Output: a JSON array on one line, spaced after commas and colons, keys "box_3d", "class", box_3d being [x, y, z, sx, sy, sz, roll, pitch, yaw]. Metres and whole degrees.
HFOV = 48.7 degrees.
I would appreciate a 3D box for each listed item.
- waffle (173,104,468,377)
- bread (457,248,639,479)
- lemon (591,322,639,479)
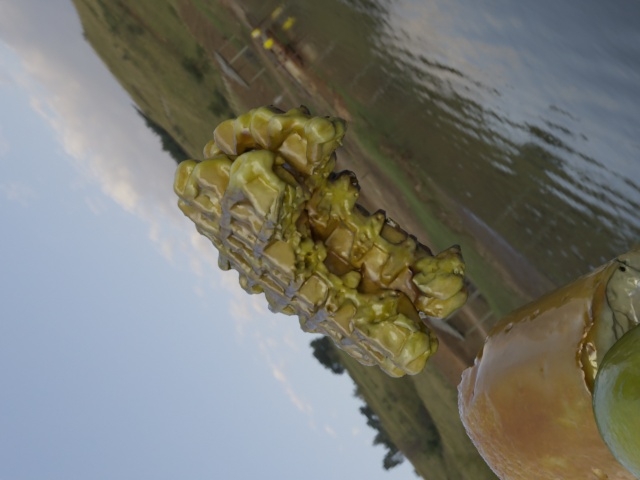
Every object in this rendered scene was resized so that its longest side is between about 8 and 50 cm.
[{"box_3d": [0.000, 0.000, 0.776, 0.324, 0.151, 0.261, 48, 158, -21], "class": "waffle"}, {"box_3d": [0.386, 0.250, 0.993, 0.361, 0.250, 0.394, 50, 142, 2], "class": "bread"}, {"box_3d": [0.366, 0.161, 0.708, 0.184, 0.184, 0.248, 51, -168, 32], "class": "lemon"}]
